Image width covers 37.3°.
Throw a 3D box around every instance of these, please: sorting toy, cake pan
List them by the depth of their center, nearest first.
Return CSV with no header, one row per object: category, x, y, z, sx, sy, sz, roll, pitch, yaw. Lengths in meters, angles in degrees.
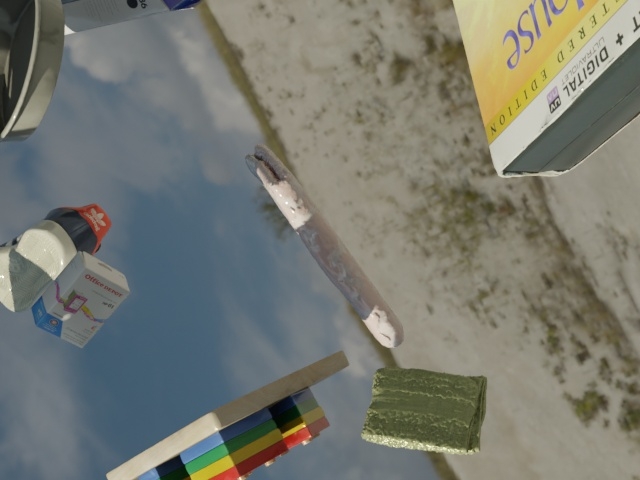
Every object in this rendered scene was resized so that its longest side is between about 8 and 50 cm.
sorting toy,-0.107,0.267,1.263,0.255,0.257,0.089,-17,-104,-49
cake pan,-0.488,-0.286,1.522,0.054,0.293,0.293,11,-130,-37

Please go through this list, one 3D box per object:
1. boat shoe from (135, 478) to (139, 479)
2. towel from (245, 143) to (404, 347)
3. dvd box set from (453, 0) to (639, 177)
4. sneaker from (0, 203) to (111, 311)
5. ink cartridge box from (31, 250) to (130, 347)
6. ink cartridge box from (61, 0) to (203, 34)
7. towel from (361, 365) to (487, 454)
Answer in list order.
boat shoe,-0.251,0.389,1.595,0.103,0.285,0.092,21,-141,-57
towel,0.000,0.000,1.569,0.332,0.053,0.317,53,180,-20
dvd box set,0.145,-0.288,0.557,0.307,0.062,0.420,129,135,-64
sneaker,-0.482,0.025,1.685,0.148,0.350,0.131,-40,-76,-40
ink cartridge box,-0.361,0.089,1.430,0.088,0.122,0.052,34,-169,-36
ink cartridge box,-0.348,-0.446,1.725,0.165,0.333,0.065,-61,-40,-54
towel,0.129,0.209,1.167,0.027,0.148,0.110,68,-149,-49
